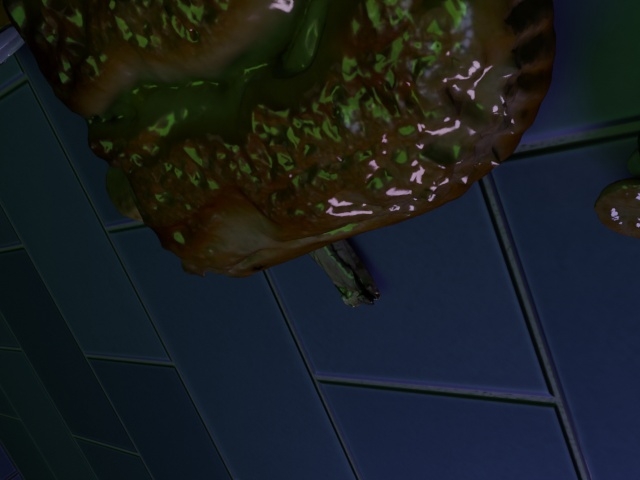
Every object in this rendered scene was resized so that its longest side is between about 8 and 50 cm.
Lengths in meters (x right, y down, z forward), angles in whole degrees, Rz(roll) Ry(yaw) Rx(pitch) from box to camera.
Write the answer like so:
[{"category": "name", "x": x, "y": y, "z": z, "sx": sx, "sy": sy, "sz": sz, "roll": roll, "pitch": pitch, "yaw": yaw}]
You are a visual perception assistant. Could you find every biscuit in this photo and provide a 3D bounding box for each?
[{"category": "biscuit", "x": 0.259, "y": -0.013, "z": 0.436, "sx": 0.147, "sy": 0.018, "sz": 0.071, "roll": 12, "pitch": 154, "yaw": 26}]

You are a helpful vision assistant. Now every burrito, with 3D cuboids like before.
[{"category": "burrito", "x": 0.001, "y": -0.001, "z": 0.698, "sx": 0.171, "sy": 0.042, "sz": 0.051, "roll": 51, "pitch": 142, "yaw": -2}]

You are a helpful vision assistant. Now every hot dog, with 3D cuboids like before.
[{"category": "hot dog", "x": -0.023, "y": -0.168, "z": 0.494, "sx": 0.365, "sy": 0.196, "sz": 0.367, "roll": -17, "pitch": 112, "yaw": 43}]

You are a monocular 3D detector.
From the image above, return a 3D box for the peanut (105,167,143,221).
[{"category": "peanut", "x": -0.176, "y": -0.079, "z": 0.761, "sx": 0.101, "sy": 0.117, "sz": 0.263, "roll": 28, "pitch": 151, "yaw": -27}]

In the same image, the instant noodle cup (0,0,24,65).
[{"category": "instant noodle cup", "x": -0.462, "y": -0.294, "z": 0.836, "sx": 0.182, "sy": 0.182, "sz": 0.144, "roll": -23, "pitch": 110, "yaw": 48}]

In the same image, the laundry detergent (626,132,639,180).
[{"category": "laundry detergent", "x": 0.253, "y": -0.110, "z": 0.374, "sx": 0.137, "sy": 0.063, "sz": 0.211, "roll": 51, "pitch": 142, "yaw": 9}]
